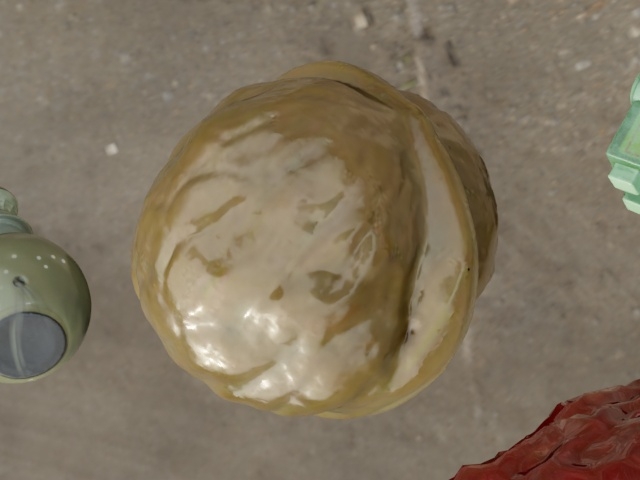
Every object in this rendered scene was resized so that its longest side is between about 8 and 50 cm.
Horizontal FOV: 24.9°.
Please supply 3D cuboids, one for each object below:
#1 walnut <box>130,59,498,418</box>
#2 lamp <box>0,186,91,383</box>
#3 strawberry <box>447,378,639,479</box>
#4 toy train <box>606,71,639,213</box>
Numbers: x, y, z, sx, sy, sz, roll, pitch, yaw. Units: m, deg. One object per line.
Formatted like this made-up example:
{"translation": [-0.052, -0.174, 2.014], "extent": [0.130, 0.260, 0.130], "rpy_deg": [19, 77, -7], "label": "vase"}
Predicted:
{"translation": [0.000, 0.000, 1.124], "extent": [0.285, 0.296, 0.285], "rpy_deg": [-1, 89, 43], "label": "walnut"}
{"translation": [-0.198, 0.017, 0.909], "extent": [0.163, 0.091, 0.091], "rpy_deg": [-121, 41, -49], "label": "lamp"}
{"translation": [0.188, 0.161, 0.497], "extent": [0.291, 0.310, 0.292], "rpy_deg": [-8, 77, 36], "label": "strawberry"}
{"translation": [0.451, -0.097, 1.576], "extent": [0.271, 0.159, 0.188], "rpy_deg": [25, 80, 30], "label": "toy train"}
